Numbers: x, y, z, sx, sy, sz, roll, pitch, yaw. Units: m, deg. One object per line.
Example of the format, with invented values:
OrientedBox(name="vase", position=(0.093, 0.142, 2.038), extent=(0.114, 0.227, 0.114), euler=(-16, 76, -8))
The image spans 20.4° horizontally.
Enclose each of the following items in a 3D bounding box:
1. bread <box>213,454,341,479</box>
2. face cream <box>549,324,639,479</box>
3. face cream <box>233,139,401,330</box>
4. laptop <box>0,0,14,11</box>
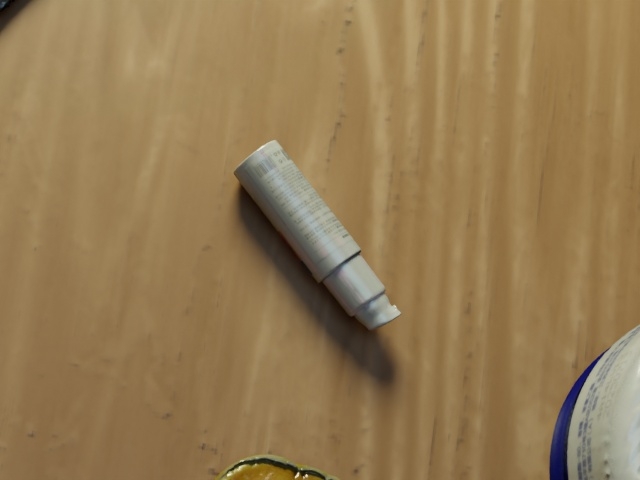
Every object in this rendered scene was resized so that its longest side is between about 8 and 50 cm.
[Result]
OrientedBox(name="bread", position=(-0.022, 0.175, 1.011), extent=(0.110, 0.024, 0.110), euler=(4, 73, -12))
OrientedBox(name="face cream", position=(0.247, 0.135, 1.046), extent=(0.206, 0.111, 0.205), euler=(3, 74, -12))
OrientedBox(name="face cream", position=(0.000, 0.000, 1.065), extent=(0.034, 0.034, 0.130), euler=(-37, 84, -21))
OrientedBox(name="laptop", position=(-0.233, -0.238, 1.092), extent=(0.197, 0.016, 0.135), euler=(40, 70, 2))
